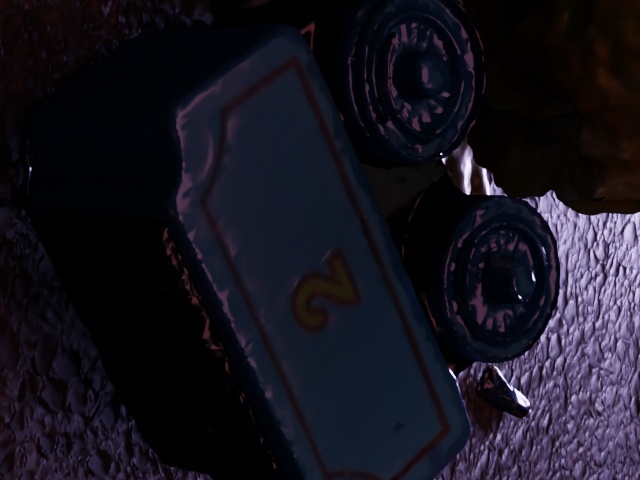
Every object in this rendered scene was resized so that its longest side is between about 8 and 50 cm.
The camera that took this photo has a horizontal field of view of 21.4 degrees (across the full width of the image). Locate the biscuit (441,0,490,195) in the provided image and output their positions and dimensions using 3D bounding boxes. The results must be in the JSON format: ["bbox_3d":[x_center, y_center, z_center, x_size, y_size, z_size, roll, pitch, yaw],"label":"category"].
[{"bbox_3d":[0.092,-0.115,1.284,0.164,0.047,0.208,13,83,-58],"label":"biscuit"}]

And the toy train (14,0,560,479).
[{"bbox_3d":[-0.016,-0.004,1.002,0.265,0.188,0.300,-40,117,-32],"label":"toy train"}]

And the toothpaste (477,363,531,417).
[{"bbox_3d":[0.158,0.132,1.442,0.083,0.019,0.027,39,81,-46],"label":"toothpaste"}]

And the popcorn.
[{"bbox_3d":[0.237,-0.147,1.210,0.247,0.282,0.282,6,90,-28],"label":"popcorn"}]
